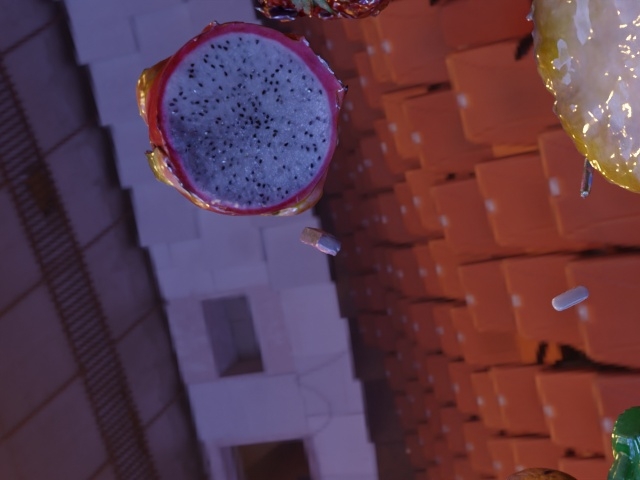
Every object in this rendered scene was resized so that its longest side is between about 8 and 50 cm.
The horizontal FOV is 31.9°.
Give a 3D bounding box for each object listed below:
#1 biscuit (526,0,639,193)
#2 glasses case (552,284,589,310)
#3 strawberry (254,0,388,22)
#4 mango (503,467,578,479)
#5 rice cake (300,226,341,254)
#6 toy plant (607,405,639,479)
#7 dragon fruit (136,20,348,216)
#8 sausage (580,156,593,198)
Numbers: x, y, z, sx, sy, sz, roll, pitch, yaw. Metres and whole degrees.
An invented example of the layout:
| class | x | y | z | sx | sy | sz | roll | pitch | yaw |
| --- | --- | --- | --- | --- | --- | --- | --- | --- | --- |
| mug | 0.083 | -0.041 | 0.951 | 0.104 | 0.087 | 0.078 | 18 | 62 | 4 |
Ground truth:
| class | x | y | z | sx | sy | sz | roll | pitch | yaw |
| --- | --- | --- | --- | --- | --- | --- | --- | --- | --- |
| biscuit | 0.438 | -0.262 | 1.401 | 0.104 | 0.446 | 0.429 | -17 | -99 | -30 |
| glasses case | 0.543 | 0.125 | 2.432 | 0.021 | 0.083 | 0.032 | 70 | 173 | -58 |
| strawberry | 0.004 | -0.413 | 1.402 | 0.220 | 0.274 | 0.274 | -56 | -46 | -35 |
| mango | 0.326 | 0.411 | 1.611 | 0.109 | 0.157 | 0.262 | 45 | 178 | -15 |
| rice cake | 0.000 | 0.000 | 1.904 | 0.206 | 0.047 | 0.036 | -154 | 77 | -79 |
| toy plant | 0.506 | 0.331 | 1.675 | 0.240 | 0.088 | 0.155 | 28 | -101 | -41 |
| dragon fruit | -0.124 | -0.172 | 1.658 | 0.225 | 0.305 | 0.306 | -172 | 68 | -72 |
| sausage | 0.374 | -0.102 | 1.559 | 0.015 | 0.015 | 0.100 | 50 | -133 | -51 |
